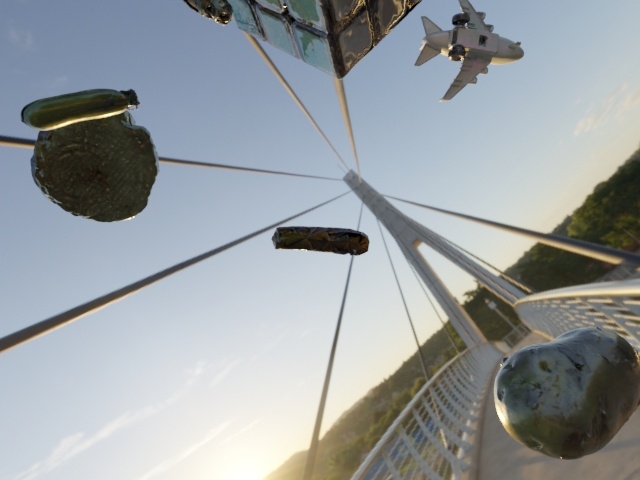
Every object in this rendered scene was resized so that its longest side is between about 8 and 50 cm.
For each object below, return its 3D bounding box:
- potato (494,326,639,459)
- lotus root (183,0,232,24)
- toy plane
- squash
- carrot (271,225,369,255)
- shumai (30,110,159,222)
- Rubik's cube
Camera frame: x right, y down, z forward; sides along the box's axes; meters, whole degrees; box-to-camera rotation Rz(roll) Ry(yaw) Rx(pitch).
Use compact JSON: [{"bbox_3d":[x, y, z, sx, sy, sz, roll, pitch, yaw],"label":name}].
[{"bbox_3d":[0.385,0.230,0.634,0.262,0.165,0.165,-11,-32,-22],"label":"potato"},{"bbox_3d":[-0.179,-0.398,0.632,0.088,0.165,0.088,-16,-24,-7],"label":"lotus root"},{"bbox_3d":[0.352,-0.450,0.960,0.101,0.255,0.251,-77,-7,-87],"label":"toy plane"},{"bbox_3d":[-0.397,-0.220,0.686,0.183,0.052,0.052,-15,-28,-13],"label":"squash"},{"bbox_3d":[0.000,0.000,0.975,0.228,0.069,0.069,4,-36,-10],"label":"carrot"},{"bbox_3d":[-0.586,-0.238,1.113,0.309,0.263,0.304,-26,-47,-1],"label":"shumai"},{"bbox_3d":[-0.002,-0.525,0.696,0.304,0.305,0.301,-49,-28,-12],"label":"Rubik's cube"}]
